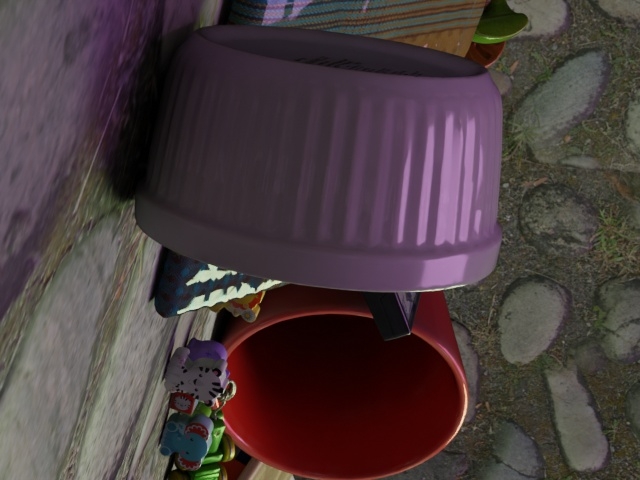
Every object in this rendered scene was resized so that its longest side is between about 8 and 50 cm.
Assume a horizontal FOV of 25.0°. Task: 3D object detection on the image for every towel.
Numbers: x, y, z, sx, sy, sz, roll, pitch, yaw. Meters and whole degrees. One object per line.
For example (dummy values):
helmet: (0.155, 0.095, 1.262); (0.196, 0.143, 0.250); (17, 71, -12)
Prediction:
towel: (0.019, -0.130, 1.020); (0.271, 0.040, 0.370); (-13, 130, -48)

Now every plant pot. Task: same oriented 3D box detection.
plant pot: (0.024, 0.090, 1.593); (0.243, 0.275, 0.275); (-85, -172, -50)

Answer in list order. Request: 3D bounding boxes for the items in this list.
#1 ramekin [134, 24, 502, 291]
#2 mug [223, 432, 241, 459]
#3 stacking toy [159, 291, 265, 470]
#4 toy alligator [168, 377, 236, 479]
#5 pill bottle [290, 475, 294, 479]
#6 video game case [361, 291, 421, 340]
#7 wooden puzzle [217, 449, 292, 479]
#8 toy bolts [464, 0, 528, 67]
ramekin: (0.004, -0.053, 0.800); (0.207, 0.207, 0.109); (-61, 159, -75)
mug: (-0.116, 0.276, 2.032); (0.062, 0.078, 0.064); (3, 97, -53)
stacking toy: (-0.110, 0.150, 1.302); (0.167, 0.052, 0.221); (-66, 174, -62)
toy alligator: (-0.121, 0.202, 1.464); (0.051, 0.056, 0.190); (48, -47, 43)
pill bottle: (-0.107, 0.389, 2.147); (0.119, 0.119, 0.208); (104, 5, -57)
video game case: (0.044, -0.076, 1.417); (0.248, 0.035, 0.275); (-66, 136, -65)
wooden puzzle: (-0.102, 0.318, 1.848); (0.348, 0.080, 0.322); (-49, 165, -32)
toy bolts: (0.075, -0.272, 1.487); (0.158, 0.218, 0.228); (133, -54, -65)
